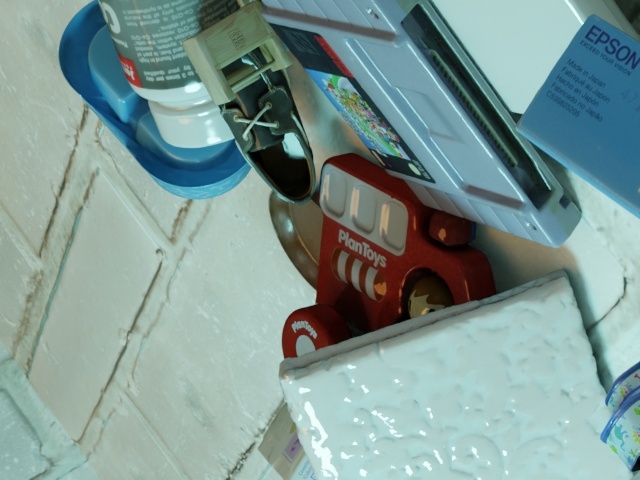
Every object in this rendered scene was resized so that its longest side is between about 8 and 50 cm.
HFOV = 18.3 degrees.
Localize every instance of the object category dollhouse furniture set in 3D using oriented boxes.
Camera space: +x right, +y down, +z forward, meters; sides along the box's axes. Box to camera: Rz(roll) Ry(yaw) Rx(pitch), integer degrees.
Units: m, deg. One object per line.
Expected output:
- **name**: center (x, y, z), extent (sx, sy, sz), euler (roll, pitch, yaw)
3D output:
- **dollhouse furniture set**: center (-0.078, -0.236, 2.053), extent (0.129, 0.183, 0.129), euler (61, 156, -10)

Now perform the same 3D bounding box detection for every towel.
- **towel**: center (0.149, 0.213, 2.055), extent (0.053, 0.317, 0.332), euler (-108, -2, -62)

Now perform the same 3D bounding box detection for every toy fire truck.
- **toy fire truck**: center (0.091, 0.061, 2.161), extent (0.302, 0.169, 0.254), euler (31, 125, 48)

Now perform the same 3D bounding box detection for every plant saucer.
- **plant saucer**: center (0.000, 0.000, 2.395), extent (0.168, 0.029, 0.168), euler (44, 153, 29)

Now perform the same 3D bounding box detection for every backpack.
- **backpack**: center (0.318, 0.159, 1.879), extent (0.084, 0.114, 0.105), euler (47, 155, 21)

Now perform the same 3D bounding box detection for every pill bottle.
- **pill bottle**: center (-0.159, -0.255, 2.212), extent (0.161, 0.161, 0.283), euler (26, 141, 50)

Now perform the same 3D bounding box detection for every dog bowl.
- **dog bowl**: center (-0.188, -0.170, 2.391), extent (0.297, 0.166, 0.074), euler (47, 167, 19)

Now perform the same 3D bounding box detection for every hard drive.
- **hard drive**: center (0.140, -0.233, 1.679), extent (0.353, 0.047, 0.233), euler (49, 163, -30)

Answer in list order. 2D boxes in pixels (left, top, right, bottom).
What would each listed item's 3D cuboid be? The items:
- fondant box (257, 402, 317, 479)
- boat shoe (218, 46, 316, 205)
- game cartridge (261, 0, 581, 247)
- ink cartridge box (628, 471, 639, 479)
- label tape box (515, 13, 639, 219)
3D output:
- **fondant box**: center (0.100, 0.305, 2.271), extent (0.330, 0.096, 0.238), euler (32, 178, -10)
- **boat shoe**: center (-0.063, -0.137, 2.171), extent (0.079, 0.084, 0.233), euler (-104, -11, -51)
- **game cartridge**: center (0.082, -0.139, 1.902), extent (0.230, 0.068, 0.355), euler (14, 151, 52)
- **ink cartridge box**: center (0.396, 0.275, 1.818), extent (0.219, 0.160, 0.093), euler (46, 153, 22)
- **label tape box**: center (0.345, -0.027, 1.533), extent (0.249, 0.115, 0.347), euler (39, -167, 37)
